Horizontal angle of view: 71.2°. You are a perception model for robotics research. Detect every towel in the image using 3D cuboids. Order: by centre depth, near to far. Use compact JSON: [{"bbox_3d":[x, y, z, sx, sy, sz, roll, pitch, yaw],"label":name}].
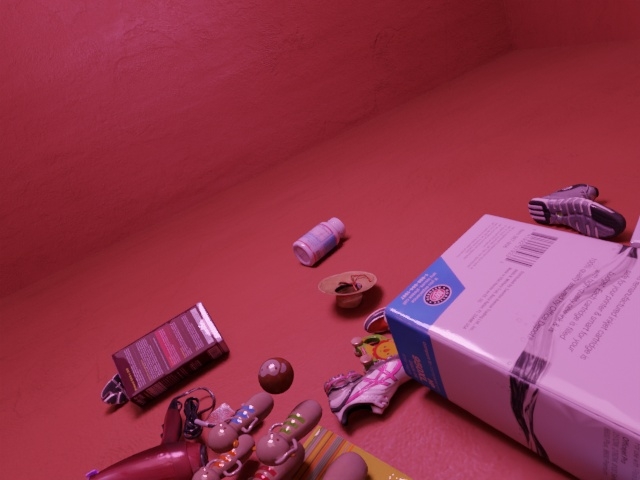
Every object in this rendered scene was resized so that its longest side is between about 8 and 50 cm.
[{"bbox_3d":[0.048,0.363,0.661,0.237,0.021,0.102,7,44,47],"label":"towel"}]

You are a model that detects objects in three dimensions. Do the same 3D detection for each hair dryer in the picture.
[{"bbox_3d":[-0.271,0.379,0.819,0.223,0.080,0.293,-4,9,41],"label":"hair dryer"}]

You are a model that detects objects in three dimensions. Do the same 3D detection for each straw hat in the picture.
[{"bbox_3d":[0.069,0.127,1.062,0.144,0.061,0.144,-6,17,2],"label":"straw hat"}]

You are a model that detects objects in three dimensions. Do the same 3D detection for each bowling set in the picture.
[{"bbox_3d":[-0.092,0.288,0.648,0.287,0.200,0.154,-11,8,33],"label":"bowling set"}]

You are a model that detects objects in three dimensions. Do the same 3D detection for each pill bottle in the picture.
[{"bbox_3d":[0.000,0.000,1.346,0.160,0.087,0.087,-38,28,-28],"label":"pill bottle"}]

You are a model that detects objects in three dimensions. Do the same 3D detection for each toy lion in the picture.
[{"bbox_3d":[0.119,0.216,0.879,0.096,0.034,0.100,-19,24,-6],"label":"toy lion"}]

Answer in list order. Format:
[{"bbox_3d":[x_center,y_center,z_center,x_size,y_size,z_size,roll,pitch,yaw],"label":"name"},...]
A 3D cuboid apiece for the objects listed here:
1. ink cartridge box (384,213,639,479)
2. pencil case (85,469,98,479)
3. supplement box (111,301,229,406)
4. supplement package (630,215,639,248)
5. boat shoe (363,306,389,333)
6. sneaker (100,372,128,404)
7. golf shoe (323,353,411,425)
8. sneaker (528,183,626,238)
[{"bbox_3d":[0.339,0.136,0.630,0.285,0.166,0.395,-37,34,-25],"label":"ink cartridge box"},{"bbox_3d":[-0.364,0.474,0.720,0.086,0.088,0.206,-27,26,-3],"label":"pencil case"},{"bbox_3d":[-0.359,0.271,1.078,0.239,0.073,0.130,-30,58,-15],"label":"supplement box"},{"bbox_3d":[0.651,0.008,0.682,0.261,0.145,0.204,3,36,44],"label":"supplement package"},{"bbox_3d":[0.157,0.163,0.931,0.137,0.049,0.043,-20,26,-4],"label":"boat shoe"},{"bbox_3d":[-0.490,0.352,1.129,0.071,0.068,0.170,-30,12,25],"label":"sneaker"},{"bbox_3d":[0.104,0.259,0.782,0.186,0.067,0.086,-21,56,-4],"label":"golf shoe"},{"bbox_3d":[0.591,-0.081,0.990,0.132,0.086,0.228,-28,24,-14],"label":"sneaker"}]
